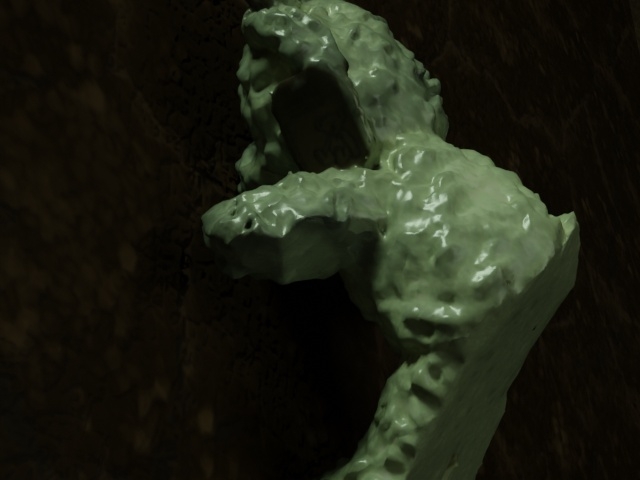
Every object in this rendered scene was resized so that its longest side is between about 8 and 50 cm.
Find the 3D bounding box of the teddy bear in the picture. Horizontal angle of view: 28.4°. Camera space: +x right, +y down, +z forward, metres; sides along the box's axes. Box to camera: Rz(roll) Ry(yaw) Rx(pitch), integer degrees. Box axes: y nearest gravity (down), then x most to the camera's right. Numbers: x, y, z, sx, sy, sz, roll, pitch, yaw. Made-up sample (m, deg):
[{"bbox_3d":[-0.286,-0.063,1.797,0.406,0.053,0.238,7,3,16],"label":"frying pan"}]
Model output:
[{"bbox_3d":[0.000,0.000,0.967,0.362,0.375,0.327,35,17,23],"label":"teddy bear"}]
